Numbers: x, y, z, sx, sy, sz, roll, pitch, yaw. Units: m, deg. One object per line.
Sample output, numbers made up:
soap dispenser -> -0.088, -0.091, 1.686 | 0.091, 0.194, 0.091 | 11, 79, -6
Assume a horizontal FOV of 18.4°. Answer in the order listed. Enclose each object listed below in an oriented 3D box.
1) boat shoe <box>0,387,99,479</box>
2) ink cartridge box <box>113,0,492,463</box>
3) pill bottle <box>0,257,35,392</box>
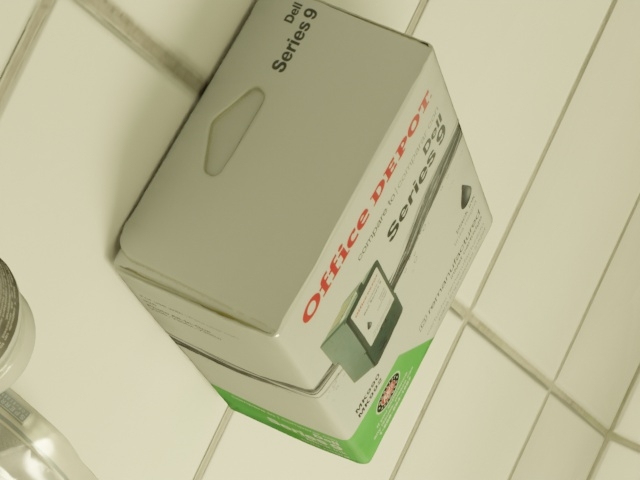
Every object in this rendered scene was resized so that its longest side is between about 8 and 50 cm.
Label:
boat shoe -> -0.163, 0.146, 1.130 | 0.063, 0.066, 0.184 | -46, 158, -14
ink cartridge box -> 0.000, 0.000, 1.287 | 0.211, 0.121, 0.289 | -62, 159, -13
pill bottle -> -0.184, 0.026, 0.909 | 0.078, 0.078, 0.137 | -62, 159, -13
